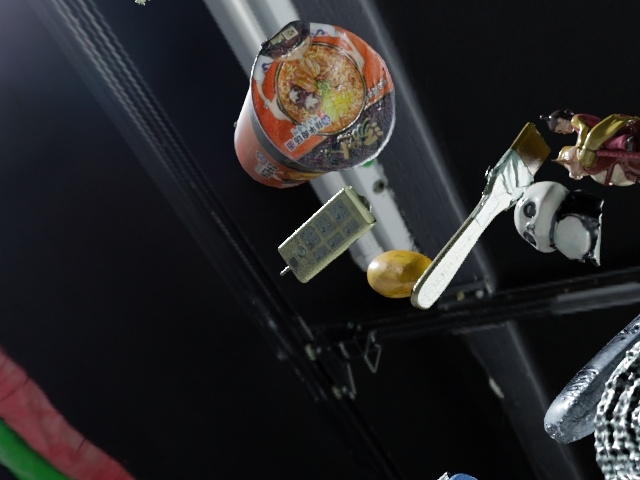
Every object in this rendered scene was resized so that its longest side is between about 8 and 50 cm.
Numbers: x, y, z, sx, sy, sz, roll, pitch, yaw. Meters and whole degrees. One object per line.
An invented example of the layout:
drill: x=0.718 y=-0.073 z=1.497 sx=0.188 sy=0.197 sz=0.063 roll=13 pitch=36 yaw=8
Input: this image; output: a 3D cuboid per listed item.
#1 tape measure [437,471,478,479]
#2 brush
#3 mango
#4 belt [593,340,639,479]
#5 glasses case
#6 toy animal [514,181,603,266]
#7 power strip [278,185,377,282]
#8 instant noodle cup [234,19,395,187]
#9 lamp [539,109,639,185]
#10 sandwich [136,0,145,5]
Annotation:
tape measure: x=0.380 y=0.664 z=1.586 sx=0.351 sy=0.215 sz=0.098 roll=46 pitch=-69 yaw=8
brush: x=0.238 y=-0.031 z=1.086 sx=0.020 sy=0.336 sz=0.085 roll=21 pitch=-21 yaw=52
mango: x=0.194 y=0.082 z=1.695 sx=0.145 sy=0.219 sz=0.112 roll=-9 pitch=-82 yaw=-20
belt: x=0.344 y=0.166 z=0.553 sx=0.150 sy=0.207 sz=0.257 roll=26 pitch=-2 yaw=-20
glasses case: x=0.376 y=0.138 z=0.870 sx=0.067 sy=0.282 sz=0.109 roll=46 pitch=-10 yaw=14
toy animal: x=0.475 y=-0.033 z=1.455 sx=0.179 sy=0.138 sz=0.166 roll=19 pitch=-52 yaw=29
power strip: x=0.000 y=0.000 z=1.425 sx=0.268 sy=0.034 sz=0.092 roll=-41 pitch=-99 yaw=37
instant noodle cup: x=-0.018 y=-0.102 z=0.633 sx=0.127 sy=0.127 sz=0.136 roll=33 pitch=-20 yaw=-12
lamp: x=0.433 y=-0.140 z=1.108 sx=0.253 sy=0.118 sz=0.118 roll=16 pitch=-36 yaw=52
sandwich: x=-0.333 y=-0.492 z=1.107 sx=0.262 sy=0.325 sz=0.131 roll=43 pitch=-75 yaw=5
